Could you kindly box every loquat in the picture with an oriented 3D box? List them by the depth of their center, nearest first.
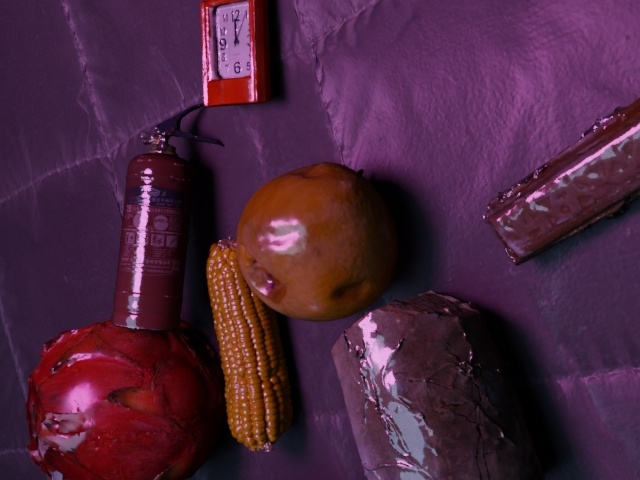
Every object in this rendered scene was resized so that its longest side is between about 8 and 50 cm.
[{"bbox_3d":[-0.002,0.003,1.211,0.213,0.213,0.213,12,108,41],"label":"loquat"}]

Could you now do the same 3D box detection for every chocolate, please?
[{"bbox_3d":[0.299,-0.079,0.993,0.329,0.065,0.102,-37,74,40],"label":"chocolate"}]

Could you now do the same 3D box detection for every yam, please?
[{"bbox_3d":[0.138,0.200,1.132,0.201,0.202,0.271,-29,78,21],"label":"yam"}]

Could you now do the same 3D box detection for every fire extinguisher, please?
[{"bbox_3d":[-0.226,-0.039,1.427,0.137,0.102,0.344,6,88,-2],"label":"fire extinguisher"}]

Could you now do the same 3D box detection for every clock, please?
[{"bbox_3d":[-0.112,-0.266,1.335,0.113,0.061,0.155,4,99,42],"label":"clock"}]

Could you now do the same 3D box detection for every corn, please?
[{"bbox_3d":[-0.102,0.147,1.399,0.101,0.102,0.313,-3,96,43],"label":"corn"}]

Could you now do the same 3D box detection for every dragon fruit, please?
[{"bbox_3d":[-0.309,0.260,1.505,0.295,0.301,0.296,11,102,62],"label":"dragon fruit"}]
